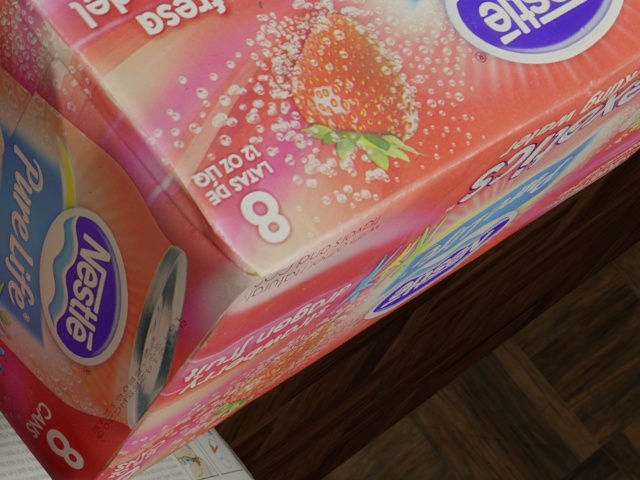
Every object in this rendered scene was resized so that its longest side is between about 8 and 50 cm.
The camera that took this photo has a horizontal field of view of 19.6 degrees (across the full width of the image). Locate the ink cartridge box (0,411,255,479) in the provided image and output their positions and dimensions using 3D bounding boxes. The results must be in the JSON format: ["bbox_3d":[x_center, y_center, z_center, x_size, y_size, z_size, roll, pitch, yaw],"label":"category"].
[{"bbox_3d":[-0.203,0.149,0.795,0.272,0.130,0.309,-40,169,9],"label":"ink cartridge box"}]

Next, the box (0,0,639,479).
[{"bbox_3d":[0.013,-0.064,0.601,0.300,0.142,0.154,-30,167,-39],"label":"box"}]
